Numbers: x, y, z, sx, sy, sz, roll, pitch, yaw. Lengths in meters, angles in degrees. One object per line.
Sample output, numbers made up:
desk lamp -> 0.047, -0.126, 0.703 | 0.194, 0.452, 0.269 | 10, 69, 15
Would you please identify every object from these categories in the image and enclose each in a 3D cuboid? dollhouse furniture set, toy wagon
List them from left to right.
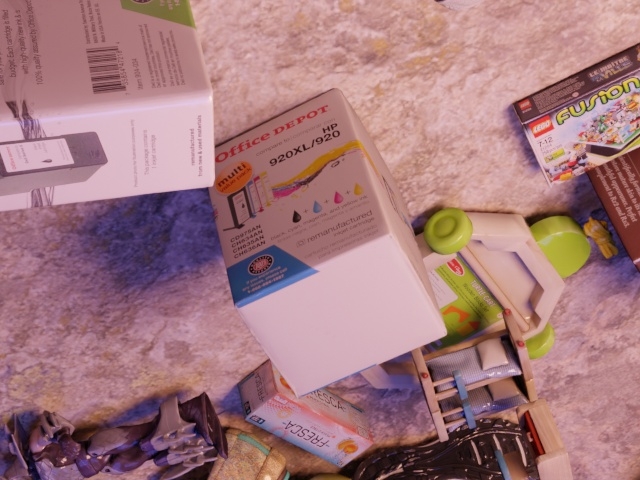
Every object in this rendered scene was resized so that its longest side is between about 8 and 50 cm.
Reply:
toy wagon -> 0.185, 0.060, 1.759 | 0.344, 0.068, 0.267 | -30, 135, 12
dollhouse furniture set -> 0.196, 0.199, 1.717 | 0.129, 0.184, 0.129 | -19, 136, 1

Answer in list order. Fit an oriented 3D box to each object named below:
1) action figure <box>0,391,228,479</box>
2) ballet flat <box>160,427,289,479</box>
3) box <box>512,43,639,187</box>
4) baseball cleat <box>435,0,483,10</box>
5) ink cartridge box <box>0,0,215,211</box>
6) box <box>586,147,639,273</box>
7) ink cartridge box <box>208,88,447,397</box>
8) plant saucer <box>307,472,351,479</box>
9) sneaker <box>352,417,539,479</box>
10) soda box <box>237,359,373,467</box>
action figure -> -0.261, 0.259, 1.798 | 0.285, 0.099, 0.185 | -17, 141, 4
ballet flat -> -0.182, 0.365, 1.924 | 0.123, 0.123, 0.348 | 25, 121, -35
box -> 0.323, -0.146, 1.619 | 0.207, 0.036, 0.114 | -26, 135, 9
baseball cleat -> 0.096, -0.256, 1.416 | 0.206, 0.072, 0.109 | -8, 142, -4
ink cartridge box -> -0.244, -0.137, 1.334 | 0.273, 0.198, 0.115 | -7, 136, -10
box -> 0.430, -0.015, 1.686 | 0.167, 0.168, 0.203 | -29, 135, 12
ink cartridge box -> 0.000, 0.000, 1.522 | 0.171, 0.233, 0.168 | -25, 134, 8
plant saucer -> -0.063, 0.374, 1.935 | 0.241, 0.037, 0.241 | -39, 170, -8
sneaker -> 0.177, 0.312, 1.999 | 0.271, 0.100, 0.108 | -12, 150, -1
soda box -> -0.017, 0.217, 1.858 | 0.063, 0.058, 0.183 | -39, 131, 21
